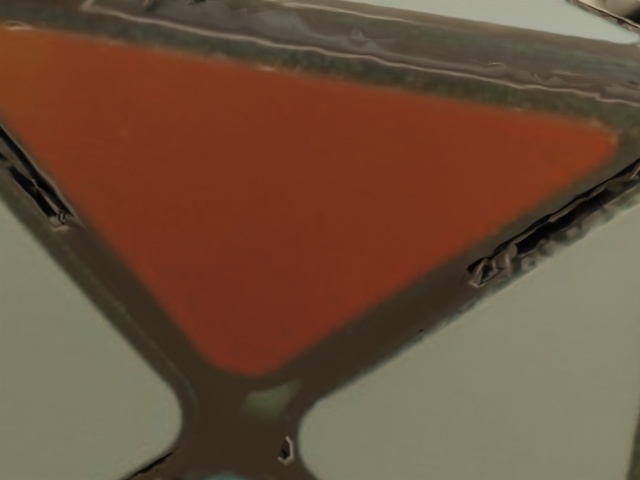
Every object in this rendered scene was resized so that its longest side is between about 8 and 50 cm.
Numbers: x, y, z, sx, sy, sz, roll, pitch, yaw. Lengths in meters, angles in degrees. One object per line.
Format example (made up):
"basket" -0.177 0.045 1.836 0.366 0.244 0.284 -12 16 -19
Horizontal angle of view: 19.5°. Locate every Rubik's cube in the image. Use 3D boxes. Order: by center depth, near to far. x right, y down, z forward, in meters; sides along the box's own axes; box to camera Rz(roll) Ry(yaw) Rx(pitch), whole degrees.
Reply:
"Rubik's cube" -0.001 0.000 0.617 0.250 0.248 0.246 8 -63 6
